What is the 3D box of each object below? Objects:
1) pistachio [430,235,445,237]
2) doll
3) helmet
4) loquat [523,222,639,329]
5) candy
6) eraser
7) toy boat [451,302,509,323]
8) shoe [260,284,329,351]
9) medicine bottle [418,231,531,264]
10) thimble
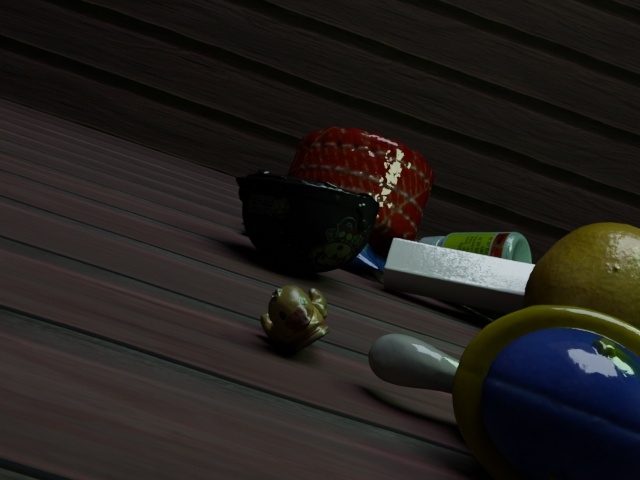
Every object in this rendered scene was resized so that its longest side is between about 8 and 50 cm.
[{"bbox_3d":[0.330,0.068,1.853,0.223,0.126,0.152,24,40,6],"label":"pistachio"},{"bbox_3d":[0.181,0.122,0.676,0.311,0.159,0.242,18,6,22],"label":"doll"},{"bbox_3d":[-0.036,-0.025,1.352,0.279,0.160,0.230,5,-5,40],"label":"helmet"},{"bbox_3d":[0.489,0.103,1.300,0.275,0.275,0.275,19,6,-2],"label":"loquat"},{"bbox_3d":[0.000,0.000,1.662,0.331,0.077,0.187,17,12,2],"label":"candy"},{"bbox_3d":[0.275,0.072,1.483,0.298,0.078,0.076,11,-34,12],"label":"eraser"},{"bbox_3d":[0.389,0.140,1.512,0.293,0.093,0.055,18,-12,16],"label":"toy boat"},{"bbox_3d":[-0.029,0.082,0.829,0.069,0.072,0.109,59,18,5],"label":"shoe"},{"bbox_3d":[0.323,0.051,1.638,0.225,0.139,0.139,0,-7,37],"label":"medicine bottle"},{"bbox_3d":[0.086,-0.107,1.824,0.350,0.230,0.350,18,-15,5],"label":"thimble"}]
